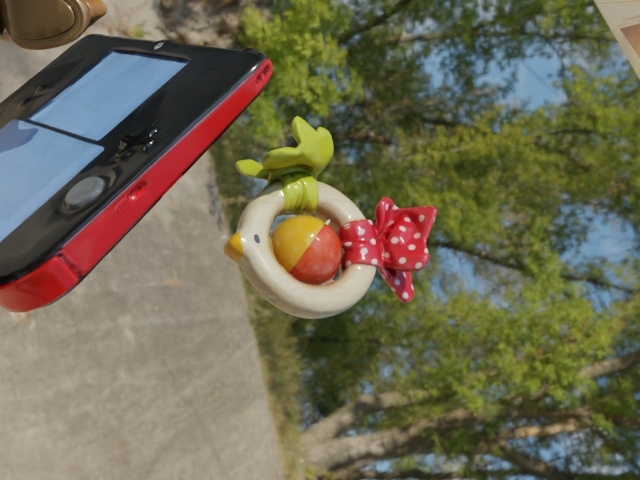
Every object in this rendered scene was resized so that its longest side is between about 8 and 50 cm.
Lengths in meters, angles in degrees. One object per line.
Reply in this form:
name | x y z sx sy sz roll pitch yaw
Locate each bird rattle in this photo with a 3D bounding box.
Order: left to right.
bird rattle | 0.000 0.000 0.987 0.253 0.207 0.143 45 -34 -12

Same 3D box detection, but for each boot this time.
boot | -0.281 -0.245 0.933 0.197 0.152 0.073 12 -73 29

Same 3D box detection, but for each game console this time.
game console | -0.270 -0.100 0.913 0.386 0.342 0.060 20 -27 47

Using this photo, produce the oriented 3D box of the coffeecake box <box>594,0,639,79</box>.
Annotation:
coffeecake box | 0.151 -0.165 0.322 0.185 0.142 0.068 51 -6 -20
